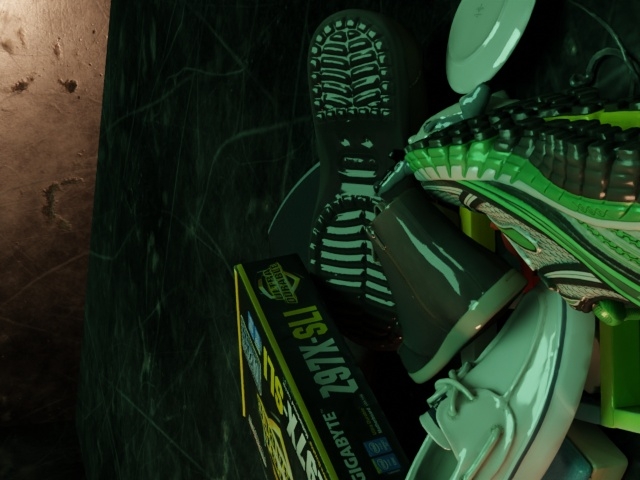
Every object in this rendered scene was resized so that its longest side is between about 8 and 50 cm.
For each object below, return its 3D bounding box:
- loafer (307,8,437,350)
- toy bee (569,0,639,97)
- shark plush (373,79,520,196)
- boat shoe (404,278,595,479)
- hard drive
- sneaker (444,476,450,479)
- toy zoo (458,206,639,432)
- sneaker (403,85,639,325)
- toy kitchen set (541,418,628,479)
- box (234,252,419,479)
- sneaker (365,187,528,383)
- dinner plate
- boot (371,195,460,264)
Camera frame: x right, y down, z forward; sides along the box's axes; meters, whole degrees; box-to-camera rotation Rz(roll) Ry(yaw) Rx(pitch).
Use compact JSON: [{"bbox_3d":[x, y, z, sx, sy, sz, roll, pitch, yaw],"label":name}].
[{"bbox_3d":[0.074,-0.056,0.880,0.133,0.130,0.366,15,118,31],"label":"loafer"},{"bbox_3d":[0.170,-0.242,0.579,0.195,0.162,0.298,-24,69,62],"label":"toy bee"},{"bbox_3d":[0.115,-0.081,0.747,0.067,0.161,0.073,67,-168,8],"label":"shark plush"},{"bbox_3d":[0.119,0.142,0.650,0.096,0.088,0.268,-101,32,-70],"label":"boat shoe"},{"bbox_3d":[0.000,0.000,1.087,0.255,0.054,0.172,133,131,-57],"label":"hard drive"},{"bbox_3d":[0.140,0.285,0.785,0.126,0.091,0.240,-64,-33,-76],"label":"sneaker"},{"bbox_3d":[0.186,0.044,0.707,0.293,0.030,0.192,178,91,-66],"label":"toy zoo"},{"bbox_3d":[0.160,-0.017,0.569,0.343,0.134,0.146,-143,35,-71],"label":"sneaker"},{"bbox_3d":[0.167,0.244,0.593,0.207,0.166,0.122,-127,43,-52],"label":"toy kitchen set"},{"bbox_3d":[-0.007,0.209,0.881,0.322,0.079,0.257,-120,25,-46],"label":"box"},{"bbox_3d":[0.088,0.037,0.707,0.118,0.083,0.222,48,158,13],"label":"sneaker"},{"bbox_3d":[0.146,-0.199,0.754,0.141,0.017,0.141,-53,26,40],"label":"dinner plate"},{"bbox_3d":[0.090,0.016,0.777,0.042,0.087,0.118,139,127,-62],"label":"boot"}]
